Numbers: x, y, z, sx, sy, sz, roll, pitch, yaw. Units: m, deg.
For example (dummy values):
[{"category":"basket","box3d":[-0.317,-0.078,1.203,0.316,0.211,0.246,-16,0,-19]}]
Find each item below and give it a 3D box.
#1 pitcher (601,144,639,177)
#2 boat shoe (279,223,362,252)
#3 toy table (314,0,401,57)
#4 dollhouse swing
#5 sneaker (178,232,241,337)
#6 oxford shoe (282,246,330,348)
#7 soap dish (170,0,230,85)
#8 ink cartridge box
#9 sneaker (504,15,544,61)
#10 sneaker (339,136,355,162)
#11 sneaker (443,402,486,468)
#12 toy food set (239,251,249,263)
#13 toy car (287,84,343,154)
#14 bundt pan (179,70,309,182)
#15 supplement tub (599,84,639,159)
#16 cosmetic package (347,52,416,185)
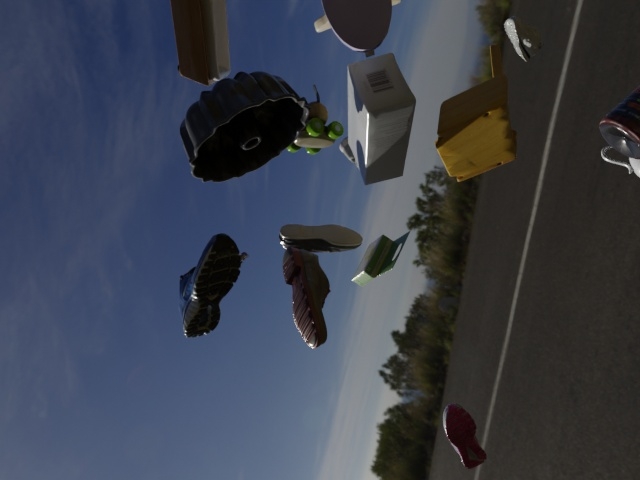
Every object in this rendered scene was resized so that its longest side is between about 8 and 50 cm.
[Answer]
[{"category":"pitcher","box3d":[1.123,-0.292,1.609,0.126,0.178,0.207,23,-138,-48]},{"category":"boat shoe","box3d":[0.000,0.000,1.850,0.095,0.336,0.112,92,-175,-46]},{"category":"toy table","box3d":[0.097,-0.637,1.239,0.161,0.253,0.273,-49,-46,-78]},{"category":"dollhouse swing","box3d":[0.548,-0.461,1.639,0.347,0.316,0.304,36,-143,-56]},{"category":"sneaker","box3d":[-0.327,0.109,1.249,0.130,0.147,0.329,-3,-50,-45]},{"category":"oxford shoe","box3d":[-0.017,0.160,1.381,0.123,0.130,0.348,-57,37,43]},{"category":"soap dish","box3d":[-0.336,-0.600,1.288,0.228,0.118,0.290,-91,0,-64]},{"category":"ink cartridge box","box3d":[0.207,0.054,1.593,0.171,0.056,0.235,-60,5,-28]},{"category":"sneaker","box3d":[0.777,-0.787,1.737,0.235,0.095,0.090,22,-141,-50]},{"category":"sneaker","box3d":[0.217,-0.380,1.962,0.099,0.263,0.121,108,145,-52]},{"category":"sneaker","box3d":[0.461,0.636,1.523,0.111,0.103,0.252,-123,9,-70]},{"category":"toy food set","box3d":[-0.299,0.075,1.686,0.078,0.019,0.122,-50,-1,-8]},{"category":"toy car","box3d":[-0.030,-0.392,1.453,0.149,0.155,0.188,-1,-103,-35]},{"category":"bundt pan","box3d":[-0.197,-0.287,1.123,0.331,0.124,0.331,-31,-11,-7]},{"category":"supplement tub","box3d":[0.609,-0.246,0.806,0.198,0.106,0.106,-45,-10,9]},{"category":"cosmetic package","box3d":[0.189,-0.383,1.514,0.385,0.156,0.217,80,174,-65]}]
